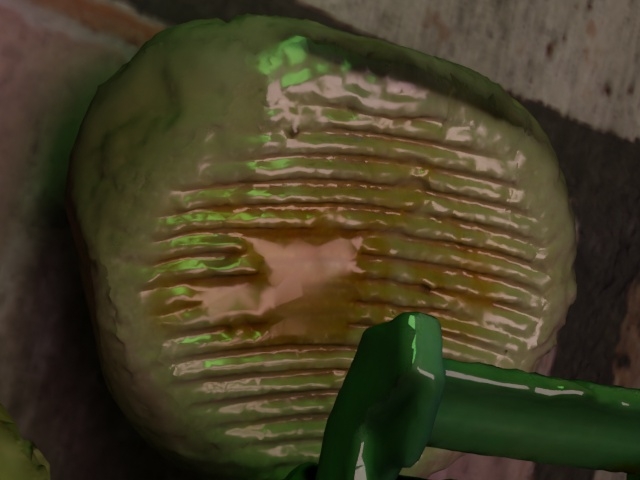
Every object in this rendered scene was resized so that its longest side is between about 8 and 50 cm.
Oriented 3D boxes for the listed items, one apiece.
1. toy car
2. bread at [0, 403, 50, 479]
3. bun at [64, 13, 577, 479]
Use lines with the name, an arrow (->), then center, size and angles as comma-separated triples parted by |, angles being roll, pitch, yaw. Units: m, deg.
toy car -> 0.014, 0.176, 0.571 | 0.213, 0.358, 0.176 | 9, 63, -22
bread -> -0.205, 0.092, 0.439 | 0.248, 0.315, 0.279 | -27, 97, -33
bun -> 0.000, 0.000, 0.668 | 0.243, 0.153, 0.244 | -6, 110, -19
